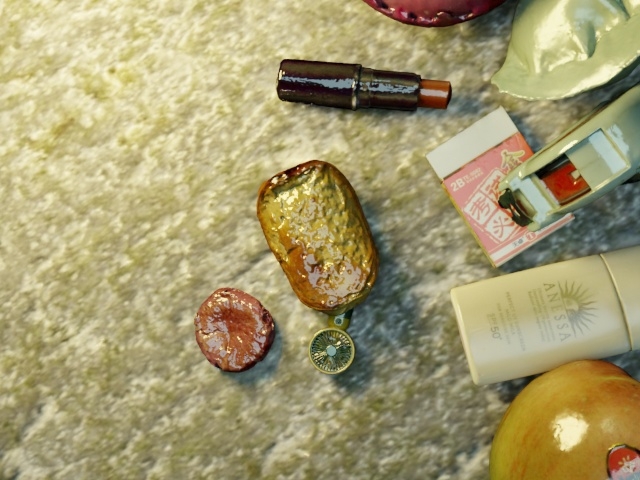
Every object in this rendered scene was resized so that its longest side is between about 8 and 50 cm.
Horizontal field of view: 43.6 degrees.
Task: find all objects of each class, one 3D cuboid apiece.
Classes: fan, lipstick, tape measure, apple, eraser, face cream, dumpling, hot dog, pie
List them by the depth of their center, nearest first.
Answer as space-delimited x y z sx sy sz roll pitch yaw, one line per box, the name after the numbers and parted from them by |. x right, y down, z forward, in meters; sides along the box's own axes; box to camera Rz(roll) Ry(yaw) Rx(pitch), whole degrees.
0.421 0.359 1.213 0.338 0.338 0.305 43 92 4 | apple
0.431 -0.129 1.243 0.243 0.246 0.125 -37 91 -22 | tape measure
0.457 -0.351 1.276 0.270 0.212 0.320 33 111 40 | dumpling
0.405 0.122 1.330 0.349 0.081 0.173 -13 72 6 | face cream
-0.001 -0.002 1.362 0.175 0.114 0.259 -23 90 1 | hot dog
0.303 -0.091 1.365 0.157 0.038 0.230 -33 87 4 | eraser
0.073 -0.260 1.366 0.300 0.081 0.081 8 91 6 | lipstick
0.030 0.155 1.395 0.082 0.039 0.155 15 90 6 | fan
-0.155 0.159 1.412 0.154 0.038 0.153 0 89 7 | pie

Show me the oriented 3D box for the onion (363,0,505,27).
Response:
0.185 -0.515 1.262 0.358 0.345 0.358 2 105 9 | onion
